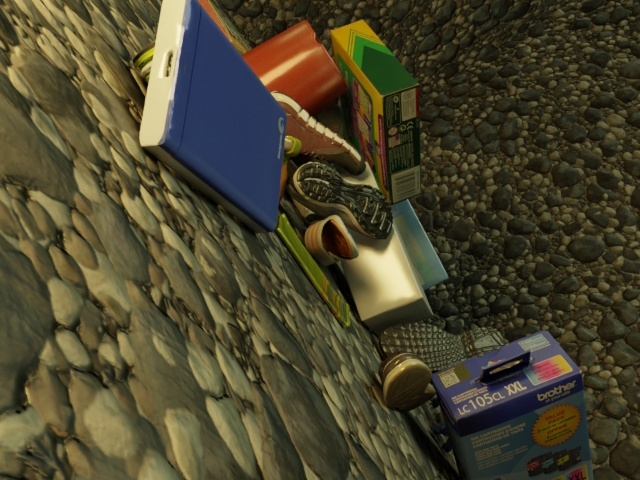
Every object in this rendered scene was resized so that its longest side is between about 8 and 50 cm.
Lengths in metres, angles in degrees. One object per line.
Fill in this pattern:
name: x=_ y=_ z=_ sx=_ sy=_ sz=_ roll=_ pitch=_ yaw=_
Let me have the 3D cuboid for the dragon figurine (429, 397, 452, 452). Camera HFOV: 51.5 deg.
dragon figurine: x=0.361 y=0.406 z=1.583 sx=0.144 sy=0.289 sz=0.085 roll=17 pitch=-59 yaw=58

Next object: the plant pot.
plant pot: x=-0.092 y=-0.389 z=1.650 sx=0.272 sy=0.265 sz=0.272 roll=56 pitch=8 yaw=-11

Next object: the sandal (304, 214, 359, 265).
sandal: x=0.005 y=0.009 z=1.421 sx=0.102 sy=0.076 sz=0.265 roll=60 pitch=-14 yaw=-7

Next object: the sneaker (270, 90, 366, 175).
sneaker: x=-0.044 y=-0.198 z=1.522 sx=0.281 sy=0.163 sz=0.106 roll=36 pitch=-8 yaw=-6

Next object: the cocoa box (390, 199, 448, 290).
cocoa box: x=0.214 y=0.007 z=2.078 sx=0.347 sy=0.231 sz=0.228 roll=62 pitch=6 yaw=-1

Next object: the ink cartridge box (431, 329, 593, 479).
ink cartridge box: x=0.395 y=0.366 z=1.369 sx=0.151 sy=0.269 sz=0.396 roll=-116 pitch=-175 yaw=-61

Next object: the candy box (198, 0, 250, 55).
candy box: x=-0.254 y=-0.518 z=1.806 sx=0.183 sy=0.087 sz=0.316 roll=60 pitch=8 yaw=17

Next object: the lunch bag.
lunch bag: x=-0.049 y=-0.329 z=1.882 sx=0.279 sy=0.107 sz=0.224 roll=52 pitch=-34 yaw=36

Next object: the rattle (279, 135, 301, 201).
rattle: x=-0.150 y=-0.188 z=1.371 sx=0.199 sy=0.143 sz=0.130 roll=19 pitch=24 yaw=-9

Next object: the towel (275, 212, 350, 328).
towel: x=-0.012 y=0.057 z=1.263 sx=0.237 sy=0.021 sz=0.102 roll=56 pitch=7 yaw=-15

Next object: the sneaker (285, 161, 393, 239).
sneaker: x=0.046 y=-0.084 z=1.444 sx=0.271 sy=0.100 sz=0.108 roll=28 pitch=-19 yaw=-24

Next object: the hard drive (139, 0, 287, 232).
hard drive: x=-0.131 y=-0.160 z=0.921 sx=0.318 sy=0.040 sz=0.211 roll=43 pitch=49 yaw=-64

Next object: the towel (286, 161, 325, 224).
towel: x=-0.040 y=-0.114 z=1.705 sx=0.187 sy=0.049 sz=0.282 roll=58 pitch=8 yaw=15

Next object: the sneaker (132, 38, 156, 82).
sneaker: x=-0.184 y=-0.214 z=1.023 sx=0.121 sy=0.111 sz=0.300 roll=68 pitch=13 yaw=3

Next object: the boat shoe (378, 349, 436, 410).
boat shoe: x=0.153 y=0.255 z=1.252 sx=0.092 sy=0.102 sz=0.285 roll=55 pitch=2 yaw=27

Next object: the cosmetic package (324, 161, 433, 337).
cosmetic package: x=0.125 y=0.026 z=1.596 sx=0.197 sy=0.155 sz=0.366 roll=48 pitch=19 yaw=-66

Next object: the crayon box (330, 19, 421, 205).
crayon box: x=0.147 y=-0.327 z=1.714 sx=0.363 sy=0.106 sz=0.313 roll=79 pitch=-12 yaw=-49

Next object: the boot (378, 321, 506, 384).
boot: x=0.259 y=0.294 z=1.592 sx=0.223 sy=0.337 sz=0.118 roll=128 pitch=-35 yaw=-53
